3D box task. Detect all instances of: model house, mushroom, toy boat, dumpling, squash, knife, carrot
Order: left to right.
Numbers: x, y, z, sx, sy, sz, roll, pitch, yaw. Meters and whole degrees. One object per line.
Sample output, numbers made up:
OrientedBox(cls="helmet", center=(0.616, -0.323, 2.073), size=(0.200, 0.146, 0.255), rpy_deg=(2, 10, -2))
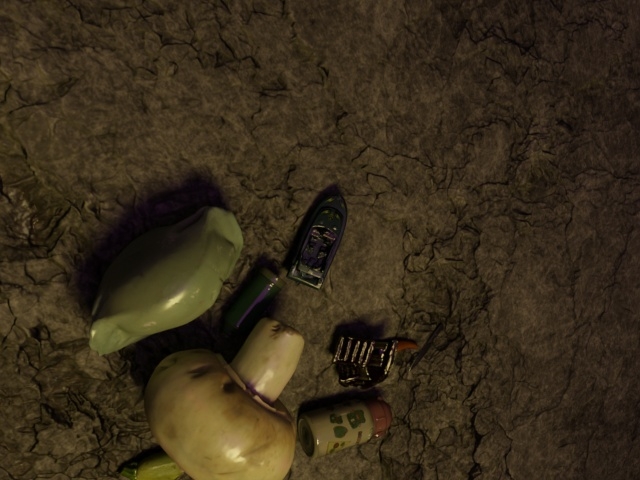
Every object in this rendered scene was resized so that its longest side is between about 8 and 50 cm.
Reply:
OrientedBox(cls="squash", center=(-0.359, 0.522, 1.236), size=(0.200, 0.090, 0.075), rpy_deg=(-13, 99, -19))
OrientedBox(cls="dumpling", center=(-0.306, 0.071, 1.096), size=(0.321, 0.270, 0.211), rpy_deg=(-21, 89, 3))
OrientedBox(cls="mushroom", center=(-0.198, 0.359, 1.164), size=(0.353, 0.353, 0.325), rpy_deg=(-5, 148, -27))
OrientedBox(cls="toy boat", center=(0.000, 0.000, 1.287), size=(0.093, 0.103, 0.246), rpy_deg=(23, 85, -6))
OrientedBox(cls="model house", center=(0.099, 0.317, 1.408), size=(0.152, 0.106, 0.165), rpy_deg=(15, 91, -32))
OrientedBox(cls="carrot", center=(0.224, 0.297, 1.514), size=(0.142, 0.035, 0.035), rpy_deg=(3, 101, -33))
OrientedBox(cls="knife", center=(0.310, 0.314, 1.576), size=(0.023, 0.010, 0.170), rpy_deg=(40, 84, -23))

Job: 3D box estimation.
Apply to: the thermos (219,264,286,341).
OrientedBox(cls="thermos", center=(-0.162, 0.153, 1.254), size=(0.187, 0.073, 0.083), rpy_deg=(-51, 140, -7))

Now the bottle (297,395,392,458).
OrientedBox(cls="bottle", center=(0.074, 0.488, 1.430), size=(0.253, 0.120, 0.120), rpy_deg=(-6, 105, -26))
